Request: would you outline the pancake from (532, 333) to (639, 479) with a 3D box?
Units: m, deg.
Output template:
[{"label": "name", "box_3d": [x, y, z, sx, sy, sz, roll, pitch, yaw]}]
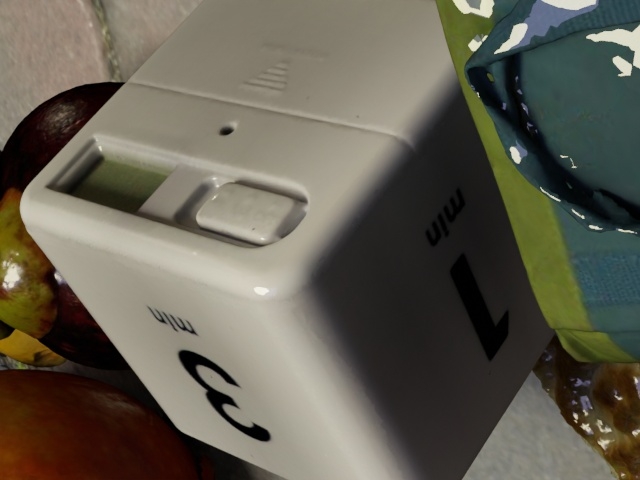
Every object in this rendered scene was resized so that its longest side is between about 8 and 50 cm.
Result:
[{"label": "pancake", "box_3d": [0.210, 0.072, 0.646, 0.244, 0.057, 0.266, 27, 128, 43]}]

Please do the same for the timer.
[{"label": "timer", "box_3d": [0.000, 0.000, 0.646, 0.192, 0.194, 0.195, 16, 147, 39]}]

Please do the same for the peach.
[{"label": "peach", "box_3d": [-0.247, 0.271, 0.987, 0.370, 0.370, 0.370, 25, 130, 33]}]

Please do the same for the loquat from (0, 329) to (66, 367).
[{"label": "loquat", "box_3d": [-0.226, 0.033, 1.004, 0.137, 0.113, 0.137, 35, 130, 55]}]

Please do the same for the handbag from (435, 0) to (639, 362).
[{"label": "handbag", "box_3d": [0.189, -0.089, 0.420, 0.241, 0.222, 0.263, -2, 114, 41]}]

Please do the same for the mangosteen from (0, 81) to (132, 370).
[{"label": "mangosteen", "box_3d": [-0.145, -0.007, 0.824, 0.210, 0.210, 0.210, 25, 130, 33]}]
